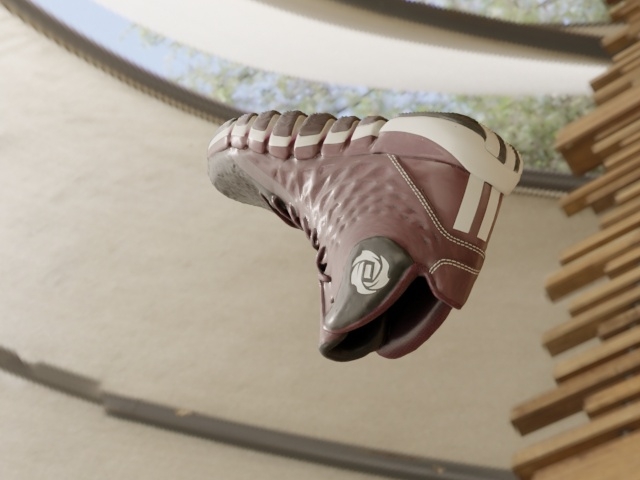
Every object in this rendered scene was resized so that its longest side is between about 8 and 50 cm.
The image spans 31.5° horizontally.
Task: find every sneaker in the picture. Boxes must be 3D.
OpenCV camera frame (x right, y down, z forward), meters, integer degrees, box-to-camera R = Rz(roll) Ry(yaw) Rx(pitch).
[{"bbox_3d":[0.000,0.000,0.787,0.106,0.281,0.162,25,-105,-39],"label":"sneaker"}]
